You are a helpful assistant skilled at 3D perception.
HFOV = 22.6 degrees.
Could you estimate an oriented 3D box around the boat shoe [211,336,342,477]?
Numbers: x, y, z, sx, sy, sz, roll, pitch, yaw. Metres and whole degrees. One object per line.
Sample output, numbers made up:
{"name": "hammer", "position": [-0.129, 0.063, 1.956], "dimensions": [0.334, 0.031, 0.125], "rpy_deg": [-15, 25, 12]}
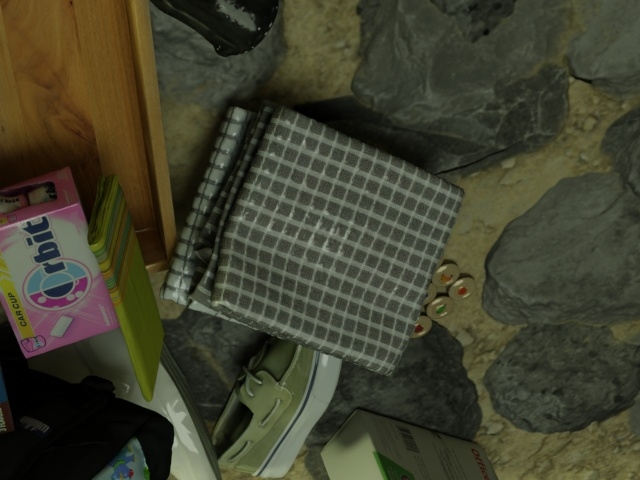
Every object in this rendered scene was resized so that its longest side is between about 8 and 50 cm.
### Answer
{"name": "boat shoe", "position": [-0.053, 0.179, 1.899], "dimensions": [0.094, 0.109, 0.302], "rpy_deg": [4, 130, -22]}

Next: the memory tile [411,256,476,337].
{"name": "memory tile", "position": [0.112, 0.056, 1.920], "dimensions": [0.113, 0.012, 0.148], "rpy_deg": [-41, 131, 15]}

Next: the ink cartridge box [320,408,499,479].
{"name": "ink cartridge box", "position": [0.129, 0.323, 2.056], "dimensions": [0.219, 0.160, 0.092], "rpy_deg": [21, 120, -34]}

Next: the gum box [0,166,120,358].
{"name": "gum box", "position": [-0.275, 0.020, 1.602], "dimensions": [0.107, 0.062, 0.188], "rpy_deg": [-18, 133, -6]}

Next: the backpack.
{"name": "backpack", "position": [-0.354, 0.305, 1.630], "dimensions": [0.290, 0.355, 0.273], "rpy_deg": [14, 115, 17]}

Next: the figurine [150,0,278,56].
{"name": "figurine", "position": [-0.118, -0.304, 1.419], "dimensions": [0.209, 0.092, 0.215], "rpy_deg": [28, 72, -33]}

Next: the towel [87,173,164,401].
{"name": "towel", "position": [-0.198, 0.051, 1.637], "dimensions": [0.021, 0.102, 0.237], "rpy_deg": [-2, 134, 9]}

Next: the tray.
{"name": "tray", "position": [-0.262, -0.125, 1.575], "dimensions": [0.203, 0.076, 0.411], "rpy_deg": [-13, 133, -11]}

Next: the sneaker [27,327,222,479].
{"name": "sneaker", "position": [-0.232, 0.208, 1.858], "dimensions": [0.169, 0.108, 0.292], "rpy_deg": [-24, 123, 2]}

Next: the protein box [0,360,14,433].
{"name": "protein box", "position": [-0.430, 0.100, 1.613], "dimensions": [0.200, 0.201, 0.136], "rpy_deg": [-13, 133, -11]}

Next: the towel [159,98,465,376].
{"name": "towel", "position": [0.000, 0.000, 1.702], "dimensions": [0.283, 0.121, 0.235], "rpy_deg": [22, 90, -33]}
